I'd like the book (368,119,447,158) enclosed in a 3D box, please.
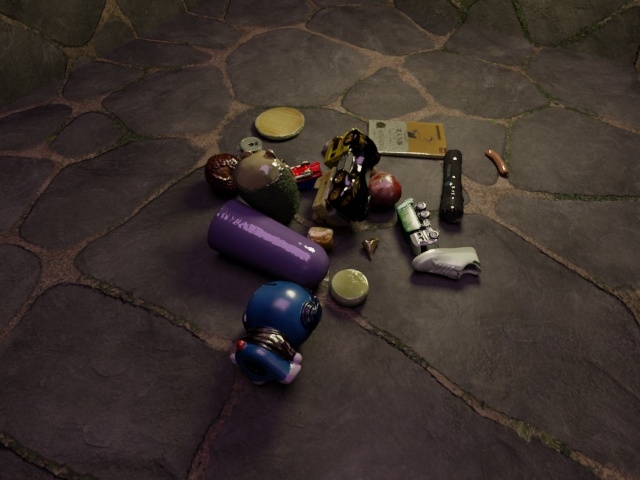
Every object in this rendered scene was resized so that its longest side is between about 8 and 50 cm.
[{"bbox_3d":[0.434,-0.517,2.081,0.388,0.032,0.269,3,52,3],"label":"book"}]

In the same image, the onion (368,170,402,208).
[{"bbox_3d":[0.250,-0.197,1.754,0.195,0.159,0.159,-40,59,-4],"label":"onion"}]

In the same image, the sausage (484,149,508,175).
[{"bbox_3d":[0.845,-0.377,1.967,0.047,0.040,0.177,-38,46,27],"label":"sausage"}]

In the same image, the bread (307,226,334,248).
[{"bbox_3d":[0.000,0.000,1.609,0.106,0.125,0.082,11,72,7],"label":"bread"}]

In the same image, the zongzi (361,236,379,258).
[{"bbox_3d":[0.214,0.028,1.638,0.076,0.040,0.083,-19,65,-23],"label":"zongzi"}]

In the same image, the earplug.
[{"bbox_3d":[-0.179,0.029,1.535,0.455,0.215,0.215,26,55,14],"label":"earplug"}]

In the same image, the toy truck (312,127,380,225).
[{"bbox_3d":[0.094,-0.249,1.707,0.254,0.180,0.405,-10,57,45],"label":"toy truck"}]

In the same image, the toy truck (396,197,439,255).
[{"bbox_3d":[0.392,-0.056,1.662,0.124,0.114,0.253,-15,52,4],"label":"toy truck"}]

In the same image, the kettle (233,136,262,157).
[{"bbox_3d":[-0.323,-0.381,1.890,0.127,0.148,0.098,-35,61,-27],"label":"kettle"}]

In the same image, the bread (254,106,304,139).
[{"bbox_3d":[-0.211,-0.607,2.142,0.267,0.040,0.267,0,51,0],"label":"bread"}]

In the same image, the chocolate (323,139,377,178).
[{"bbox_3d":[0.137,-0.397,1.945,0.185,0.100,0.303,-18,50,-11],"label":"chocolate"}]

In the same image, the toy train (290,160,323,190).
[{"bbox_3d":[-0.088,-0.277,1.829,0.204,0.131,0.083,-15,57,1],"label":"toy train"}]

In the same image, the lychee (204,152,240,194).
[{"bbox_3d":[-0.422,-0.293,1.808,0.188,0.188,0.188,0,51,0],"label":"lychee"}]

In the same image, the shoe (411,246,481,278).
[{"bbox_3d":[0.483,0.093,1.550,0.265,0.095,0.110,-10,52,-11],"label":"shoe"}]

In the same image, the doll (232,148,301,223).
[{"bbox_3d":[-0.194,-0.214,1.627,0.247,0.349,0.247,-10,58,17],"label":"doll"}]

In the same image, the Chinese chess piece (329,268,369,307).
[{"bbox_3d":[0.106,0.174,1.504,0.144,0.058,0.144,0,49,0],"label":"Chinese chess piece"}]

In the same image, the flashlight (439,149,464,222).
[{"bbox_3d":[0.588,-0.256,1.831,0.103,0.103,0.424,10,52,8],"label":"flashlight"}]

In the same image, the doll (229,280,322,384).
[{"bbox_3d":[-0.139,0.273,1.305,0.284,0.240,0.310,-5,38,33],"label":"doll"}]
